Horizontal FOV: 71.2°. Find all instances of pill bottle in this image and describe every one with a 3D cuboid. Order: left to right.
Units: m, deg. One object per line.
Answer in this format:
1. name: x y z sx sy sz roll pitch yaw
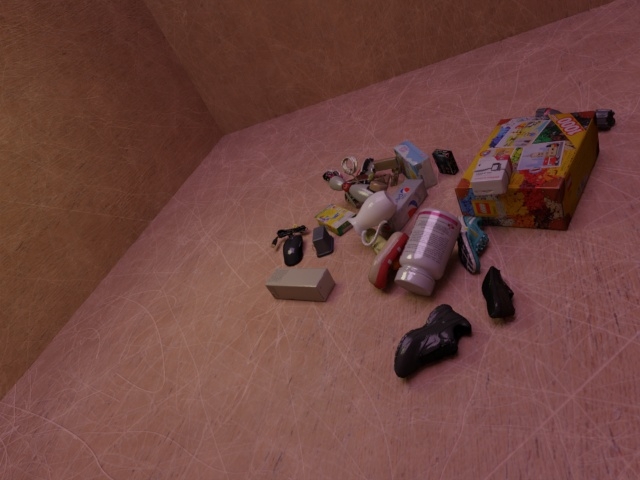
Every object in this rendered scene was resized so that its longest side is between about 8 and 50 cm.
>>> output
1. pill bottle: 0.377 0.042 1.585 0.160 0.160 0.283 11 70 46

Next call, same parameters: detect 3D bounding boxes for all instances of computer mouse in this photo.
1. computer mouse: -0.168 0.017 2.165 0.184 0.060 0.262 -11 42 20

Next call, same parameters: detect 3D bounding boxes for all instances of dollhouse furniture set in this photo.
1. dollhouse furniture set: 0.340 -0.367 2.266 0.144 0.151 0.123 -8 37 26

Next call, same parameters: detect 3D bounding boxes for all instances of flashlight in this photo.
1. flashlight: 1.105 -0.536 1.965 0.103 0.103 0.304 -42 34 -23

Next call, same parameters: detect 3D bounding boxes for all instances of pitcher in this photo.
1. pitcher: 0.228 -0.092 1.864 0.207 0.125 0.177 -42 58 24

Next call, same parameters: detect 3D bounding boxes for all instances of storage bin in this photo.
1. storage bin: 0.000 0.000 2.062 0.098 0.091 0.135 -18 32 16

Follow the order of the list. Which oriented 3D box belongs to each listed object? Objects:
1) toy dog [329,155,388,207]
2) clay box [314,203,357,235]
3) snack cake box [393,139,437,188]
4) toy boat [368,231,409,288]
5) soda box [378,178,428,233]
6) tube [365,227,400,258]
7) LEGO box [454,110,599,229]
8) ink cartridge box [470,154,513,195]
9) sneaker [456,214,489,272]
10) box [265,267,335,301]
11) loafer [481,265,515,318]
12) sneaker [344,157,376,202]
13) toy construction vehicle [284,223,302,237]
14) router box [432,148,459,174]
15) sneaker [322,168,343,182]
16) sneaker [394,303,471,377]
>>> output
1. toy dog: 0.211 -0.239 2.164 0.333 0.161 0.220 51 121 29
2. clay box: 0.075 -0.106 2.190 0.127 0.053 0.222 -37 32 -14
3. snack cake box: 0.457 -0.367 2.175 0.089 0.152 0.264 -27 31 2
4. toy boat: 0.285 0.091 1.689 0.151 0.151 0.231 35 75 14
5. soda box: 0.366 -0.157 2.004 0.098 0.091 0.286 9 47 44
6. tube: 0.258 0.028 1.859 0.070 0.062 0.240 -67 31 23
7. LEGO box: 0.811 -0.278 1.739 0.372 0.193 0.500 7 46 42
8. ink cartridge box: 0.607 -0.231 1.585 0.109 0.063 0.150 -1 42 36
9. sneaker: 0.558 0.000 1.629 0.110 0.107 0.275 0 44 11
10. box: -0.087 0.181 1.867 0.275 0.094 0.113 -1 42 36
11. loafer: 0.567 0.169 1.419 0.078 0.080 0.220 14 40 3
12. sneaker: 0.213 -0.299 2.334 0.279 0.107 0.118 -56 1 -18
13. toy construction vehicle: -0.137 -0.056 2.298 0.086 0.035 0.098 -33 32 -8
14. router box: 0.588 -0.369 2.105 0.038 0.122 0.092 -46 35 -16
15. sneaker: 0.066 -0.363 2.555 0.075 0.063 0.170 -37 28 -15
16. sneaker: 0.339 0.313 1.351 0.286 0.109 0.130 -41 40 -16
